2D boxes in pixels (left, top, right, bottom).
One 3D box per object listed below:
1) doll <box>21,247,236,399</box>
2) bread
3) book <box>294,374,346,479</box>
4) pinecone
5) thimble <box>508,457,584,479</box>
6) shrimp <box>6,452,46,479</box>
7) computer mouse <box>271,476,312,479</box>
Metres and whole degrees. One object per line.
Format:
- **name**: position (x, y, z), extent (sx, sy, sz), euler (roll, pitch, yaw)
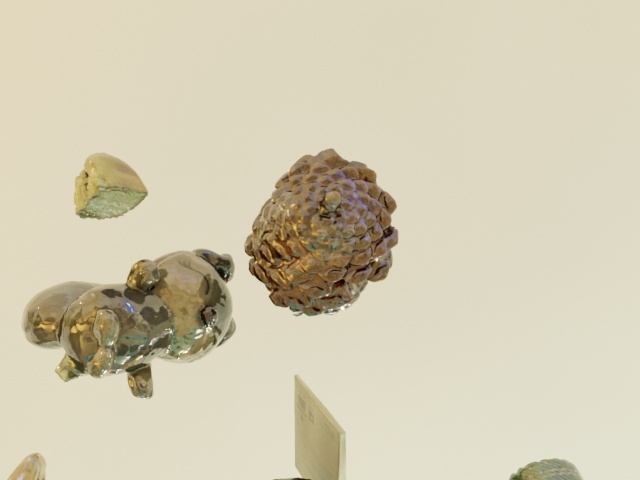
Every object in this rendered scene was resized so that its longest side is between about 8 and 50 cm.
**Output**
- **doll**: position (-0.355, 0.118, 1.154), extent (0.379, 0.383, 0.252), euler (24, -68, 31)
- **bread**: position (-0.384, -0.108, 1.063), extent (0.156, 0.103, 0.110), euler (-20, -113, 39)
- **book**: position (-0.006, 0.466, 1.293), extent (0.025, 0.215, 0.282), euler (-14, -59, -26)
- **pinecone**: position (0.003, 0.002, 1.111), extent (0.242, 0.298, 0.296), euler (8, -31, -33)
- **thimble**: position (0.347, 0.395, 0.874), extent (0.119, 0.090, 0.135), euler (-20, -51, 6)
- **shrimp**: position (-0.387, 0.376, 0.677), extent (0.059, 0.145, 0.254), euler (28, -105, -11)
- **computer mouse**: position (-0.015, 0.589, 1.175), extent (0.296, 0.087, 0.168), euler (9, -95, 29)
